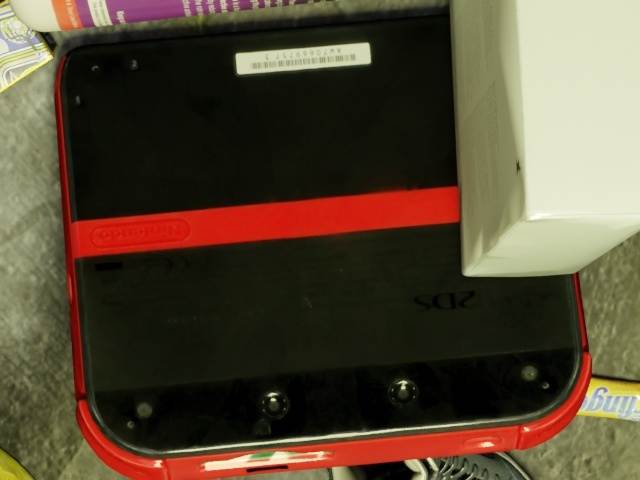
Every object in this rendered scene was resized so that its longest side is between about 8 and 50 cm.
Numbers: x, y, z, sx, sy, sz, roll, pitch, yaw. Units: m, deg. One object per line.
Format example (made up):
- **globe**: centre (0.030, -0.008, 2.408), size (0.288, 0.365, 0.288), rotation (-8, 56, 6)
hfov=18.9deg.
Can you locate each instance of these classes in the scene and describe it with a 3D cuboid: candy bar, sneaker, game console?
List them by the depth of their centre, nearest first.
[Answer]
- **game console**: centre (0.000, 0.000, 1.455), size (0.386, 0.060, 0.342), rotation (-5, 72, -3)
- **sneaker**: centre (0.091, 0.197, 1.524), size (0.226, 0.163, 0.086), rotation (32, 99, -12)
- **candy bar**: centre (0.258, 0.133, 1.589), size (0.161, 0.018, 0.040), rotation (8, 104, -4)

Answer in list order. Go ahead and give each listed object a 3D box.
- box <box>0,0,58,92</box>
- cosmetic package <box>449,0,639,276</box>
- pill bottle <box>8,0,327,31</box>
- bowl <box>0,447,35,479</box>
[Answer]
- **box**: centre (-0.287, -0.121, 1.476), size (0.169, 0.054, 0.059), rotation (-33, 104, 6)
- **cosmetic package**: centre (0.149, -0.178, 1.304), size (0.097, 0.284, 0.377), rotation (-2, 83, -2)
- **pill bottle**: centre (-0.072, -0.255, 1.387), size (0.323, 0.181, 0.181), rotation (-6, 105, -2)
- **bowl**: centre (-0.346, 0.297, 1.530), size (0.289, 0.156, 0.289), rotation (-1, 104, -3)
